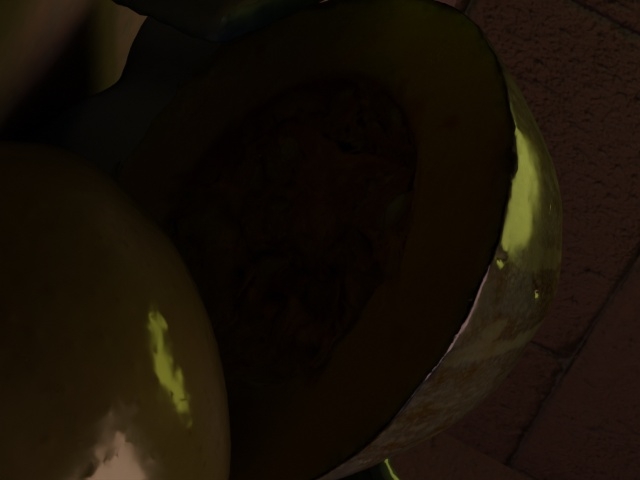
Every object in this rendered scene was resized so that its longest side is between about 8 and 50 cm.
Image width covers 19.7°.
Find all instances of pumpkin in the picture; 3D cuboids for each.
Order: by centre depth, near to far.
[{"bbox_3d":[0.013,0.011,0.727,0.110,0.217,0.217,24,95,-42],"label":"pumpkin"}]

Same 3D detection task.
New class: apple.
[{"bbox_3d":[-0.120,0.056,0.620,0.200,0.200,0.200,-62,175,-10],"label":"apple"}]

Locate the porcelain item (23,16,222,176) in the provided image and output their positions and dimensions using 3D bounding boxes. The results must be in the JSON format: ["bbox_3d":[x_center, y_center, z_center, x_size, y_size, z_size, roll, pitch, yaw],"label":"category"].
[{"bbox_3d":[-0.115,0.094,0.865,0.405,0.178,0.242,-59,174,-21],"label":"porcelain item"}]

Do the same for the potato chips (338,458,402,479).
[{"bbox_3d":[-0.058,0.167,1.049,0.389,0.097,0.373,-26,-127,44],"label":"potato chips"}]

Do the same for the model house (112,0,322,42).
[{"bbox_3d":[-0.020,-0.178,0.693,0.189,0.195,0.214,-33,-177,46],"label":"model house"}]
